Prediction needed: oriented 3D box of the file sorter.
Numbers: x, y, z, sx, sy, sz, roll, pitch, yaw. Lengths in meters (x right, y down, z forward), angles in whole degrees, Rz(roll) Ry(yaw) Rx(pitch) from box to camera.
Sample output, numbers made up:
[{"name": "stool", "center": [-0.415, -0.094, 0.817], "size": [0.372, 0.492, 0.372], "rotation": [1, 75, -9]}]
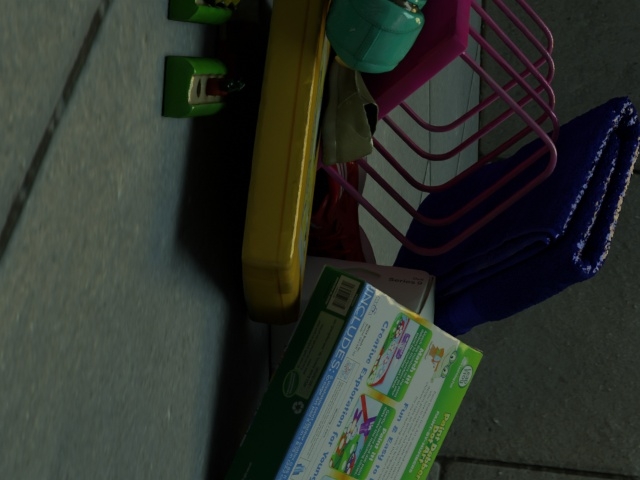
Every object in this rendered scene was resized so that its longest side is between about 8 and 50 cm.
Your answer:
[{"name": "file sorter", "center": [0.128, -0.150, 1.698], "size": [0.182, 0.202, 0.290], "rotation": [43, 27, -19]}]

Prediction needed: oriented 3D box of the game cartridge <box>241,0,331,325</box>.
[{"name": "game cartridge", "center": [-0.024, -0.089, 1.386], "size": [0.323, 0.053, 0.285], "rotation": [103, -7, -80]}]

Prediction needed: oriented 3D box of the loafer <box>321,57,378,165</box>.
[{"name": "loafer", "center": [0.029, -0.118, 1.522], "size": [0.148, 0.050, 0.056], "rotation": [-82, 179, -46]}]

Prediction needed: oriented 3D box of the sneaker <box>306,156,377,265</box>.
[{"name": "sneaker", "center": [0.000, 0.000, 1.709], "size": [0.128, 0.087, 0.221], "rotation": [-26, 110, -69]}]

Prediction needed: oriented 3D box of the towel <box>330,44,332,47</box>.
[{"name": "towel", "center": [0.045, -0.346, 1.624], "size": [0.283, 0.121, 0.235], "rotation": [-75, 170, -47]}]

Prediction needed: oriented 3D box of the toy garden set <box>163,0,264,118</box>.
[{"name": "toy garden set", "center": [-0.061, -0.215, 1.231], "size": [0.204, 0.049, 0.244], "rotation": [-31, 126, -79]}]

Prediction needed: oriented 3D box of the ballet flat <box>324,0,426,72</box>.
[{"name": "ballet flat", "center": [0.037, -0.184, 1.324], "size": [0.087, 0.083, 0.247], "rotation": [-59, -174, 16]}]

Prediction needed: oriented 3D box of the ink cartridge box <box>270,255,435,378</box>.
[{"name": "ink cartridge box", "center": [0.032, 0.133, 1.677], "size": [0.093, 0.154, 0.212], "rotation": [-63, 158, -61]}]

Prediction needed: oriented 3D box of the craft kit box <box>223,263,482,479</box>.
[{"name": "craft kit box", "center": [0.029, 0.174, 1.499], "size": [0.247, 0.061, 0.250], "rotation": [33, 81, -52]}]

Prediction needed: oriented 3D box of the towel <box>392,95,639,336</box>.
[{"name": "towel", "center": [0.185, -0.017, 1.695], "size": [0.308, 0.076, 0.227], "rotation": [-28, -147, 50]}]
